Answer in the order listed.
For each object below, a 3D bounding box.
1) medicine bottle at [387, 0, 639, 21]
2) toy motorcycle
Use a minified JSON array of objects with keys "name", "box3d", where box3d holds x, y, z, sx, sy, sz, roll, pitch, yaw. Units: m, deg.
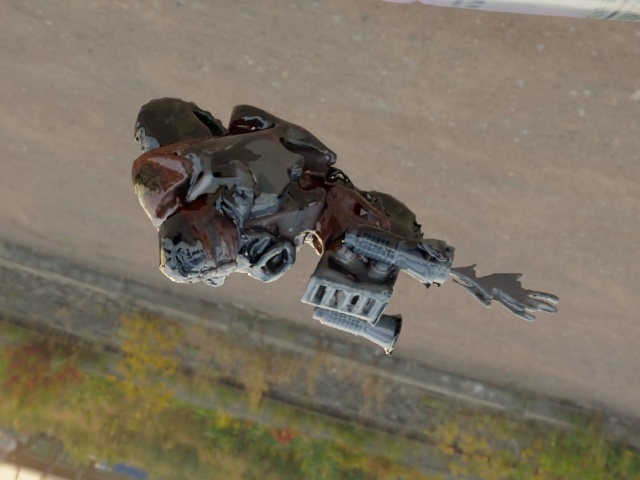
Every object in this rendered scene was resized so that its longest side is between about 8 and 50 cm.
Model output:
[{"name":"medicine bottle","box3d":[0.158,-0.180,0.470,0.254,0.152,0.152,4,165,-1]},{"name":"toy motorcycle","box3d":[0.000,0.000,0.862,0.401,0.207,0.134,25,126,1]}]
